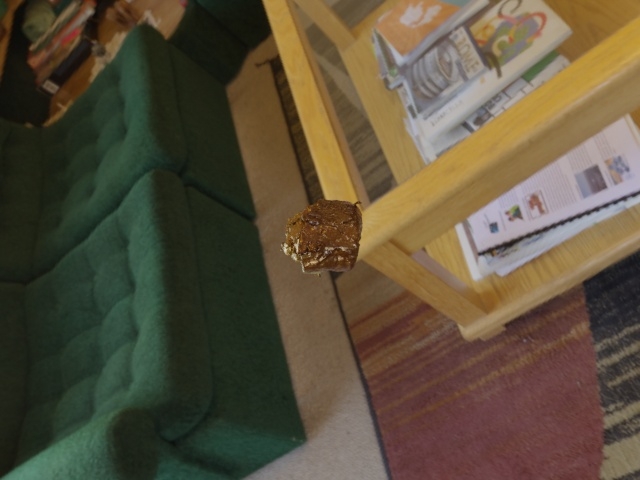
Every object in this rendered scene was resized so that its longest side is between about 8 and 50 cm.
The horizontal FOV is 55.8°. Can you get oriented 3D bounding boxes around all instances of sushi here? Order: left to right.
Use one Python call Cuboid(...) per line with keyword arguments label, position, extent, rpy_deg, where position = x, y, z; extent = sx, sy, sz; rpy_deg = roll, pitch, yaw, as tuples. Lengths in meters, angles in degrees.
Cuboid(label="sushi", position=(0.000, -0.004, 0.443), extent=(0.060, 0.118, 0.062), rpy_deg=(5, 85, 4))
